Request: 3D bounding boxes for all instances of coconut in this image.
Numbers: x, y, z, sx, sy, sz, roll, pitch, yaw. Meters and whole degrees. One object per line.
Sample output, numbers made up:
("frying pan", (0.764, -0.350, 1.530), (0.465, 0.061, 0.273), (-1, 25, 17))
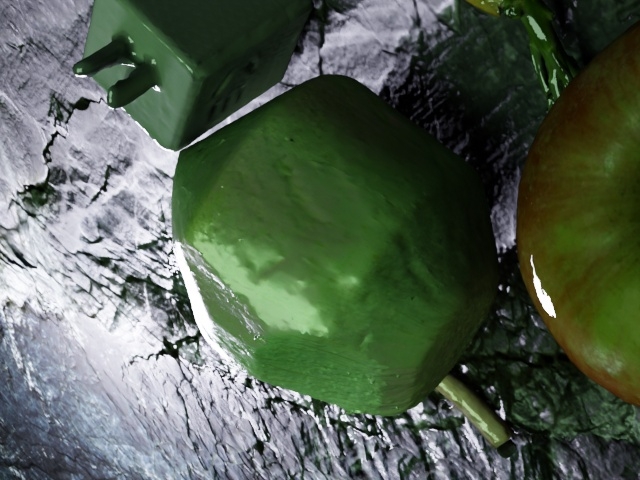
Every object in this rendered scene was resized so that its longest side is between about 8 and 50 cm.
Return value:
("coconut", (0.000, 0.000, 1.278), (0.328, 0.281, 0.328), (35, -177, -2))

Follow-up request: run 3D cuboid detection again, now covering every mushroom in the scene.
("mushroom", (0.132, 0.167, 1.479), (0.187, 0.061, 0.060), (39, 141, 12))

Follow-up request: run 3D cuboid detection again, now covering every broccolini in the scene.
("broccolini", (0.170, -0.170, 1.103), (0.067, 0.058, 0.216), (-26, 100, 24))

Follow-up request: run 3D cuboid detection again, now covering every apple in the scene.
("apple", (0.287, -0.022, 0.925), (0.309, 0.250, 0.277), (-13, 79, 39))

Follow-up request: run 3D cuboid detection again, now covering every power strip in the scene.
("power strip", (-0.137, -0.183, 1.309), (0.139, 0.224, 0.140), (45, 148, 10))

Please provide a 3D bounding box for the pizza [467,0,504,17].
("pizza", (0.118, -0.245, 1.117), (0.123, 0.026, 0.108), (46, 145, 11))
